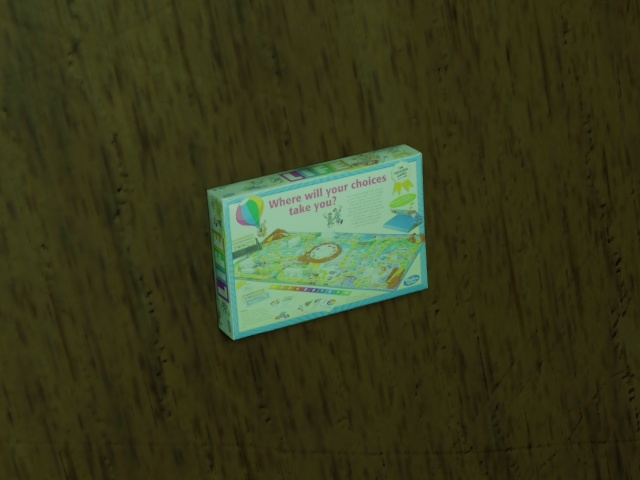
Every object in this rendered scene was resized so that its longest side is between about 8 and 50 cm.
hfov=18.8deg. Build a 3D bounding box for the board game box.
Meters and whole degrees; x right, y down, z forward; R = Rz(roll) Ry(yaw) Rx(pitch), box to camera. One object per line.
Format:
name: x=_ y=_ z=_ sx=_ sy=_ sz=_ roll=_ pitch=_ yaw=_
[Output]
board game box: x=0.000 y=0.000 z=1.335 sx=0.154 sy=0.026 sz=0.103 roll=-13 pitch=114 yaw=-24
